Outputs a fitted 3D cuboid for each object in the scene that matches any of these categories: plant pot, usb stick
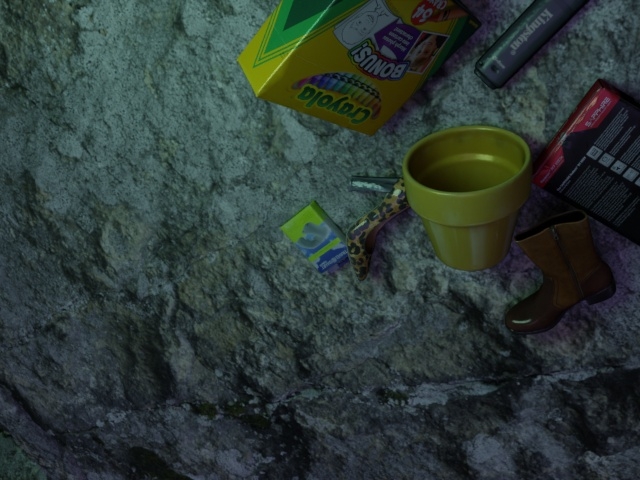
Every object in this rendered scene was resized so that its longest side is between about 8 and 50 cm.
[{"bbox_3d":[0.308,-0.076,1.320,0.254,0.254,0.239,0,131,16],"label":"plant pot"},{"bbox_3d":[0.415,-0.411,1.218,0.077,0.045,0.278,40,120,-7],"label":"usb stick"}]

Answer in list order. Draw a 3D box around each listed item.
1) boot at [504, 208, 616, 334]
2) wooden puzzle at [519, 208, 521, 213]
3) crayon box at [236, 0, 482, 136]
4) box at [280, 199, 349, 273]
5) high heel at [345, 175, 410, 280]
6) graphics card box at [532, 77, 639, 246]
[{"bbox_3d":[0.480,0.080,1.358,0.264,0.096,0.280,-23,135,24],"label":"boot"},{"bbox_3d":[0.410,-0.087,1.405,0.078,0.014,0.116,1,116,16],"label":"wooden puzzle"},{"bbox_3d":[0.080,-0.363,1.160,0.313,0.363,0.106,-45,61,27],"label":"crayon box"},{"bbox_3d":[0.000,0.000,1.553,0.109,0.042,0.178,-36,101,29],"label":"box"},{"bbox_3d":[0.157,-0.021,1.461,0.186,0.093,0.261,6,108,20],"label":"high heel"},{"bbox_3d":[0.642,-0.130,1.270,0.371,0.094,0.233,30,120,1],"label":"graphics card box"}]
